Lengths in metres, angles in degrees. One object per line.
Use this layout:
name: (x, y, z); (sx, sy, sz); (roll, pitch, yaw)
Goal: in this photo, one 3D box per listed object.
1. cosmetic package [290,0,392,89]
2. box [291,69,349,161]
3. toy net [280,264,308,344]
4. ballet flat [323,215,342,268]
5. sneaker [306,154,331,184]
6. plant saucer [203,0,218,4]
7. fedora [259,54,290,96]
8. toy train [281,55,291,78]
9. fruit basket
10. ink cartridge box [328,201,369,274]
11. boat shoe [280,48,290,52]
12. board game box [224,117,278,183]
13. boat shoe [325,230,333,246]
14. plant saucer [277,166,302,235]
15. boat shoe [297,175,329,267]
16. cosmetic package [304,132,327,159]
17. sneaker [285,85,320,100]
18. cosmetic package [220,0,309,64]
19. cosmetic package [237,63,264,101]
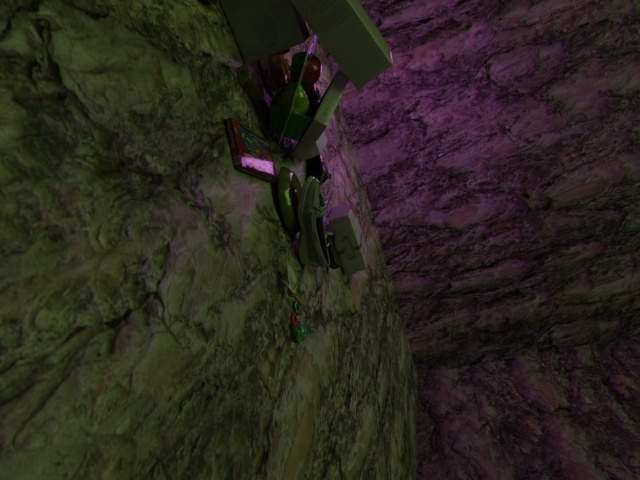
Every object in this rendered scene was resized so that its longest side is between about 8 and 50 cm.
cosmetic package: (0.077, -0.715, 1.598); (0.365, 0.155, 0.197); (44, 29, -28)
box: (-0.005, -0.457, 1.786); (0.232, 0.058, 0.322); (-66, -168, -20)
toy net: (-0.088, 0.189, 1.410); (0.122, 0.045, 0.232); (4, 70, -73)
ballet flat: (0.034, 0.009, 2.028); (0.084, 0.058, 0.250); (17, 51, -48)
sneaker: (-0.001, -0.280, 2.094); (0.130, 0.087, 0.228); (56, 18, -36)
plant saucer: (-0.351, -0.765, 1.382); (0.168, 0.029, 0.169); (-15, 90, -74)
fedora: (-0.168, -0.647, 1.844); (0.194, 0.079, 0.195); (-15, 90, -75)
toy train: (-0.147, -0.755, 2.044); (0.166, 0.046, 0.125); (53, -4, 14)
fruit basket: (-0.080, -0.550, 1.671); (0.327, 0.165, 0.353); (-79, -177, -58)
ink cartridge box: (0.135, -0.011, 2.277); (0.207, 0.117, 0.283); (-69, 142, -66)
boat shoe: (-0.193, -0.792, 1.857); (0.277, 0.098, 0.096); (-23, 99, -74)
board game box: (-0.203, -0.264, 1.449); (0.281, 0.027, 0.145); (5, 72, -75)
boat shoe: (0.000, 0.000, 1.878); (0.233, 0.083, 0.079); (-36, 133, -78)
plant saucer: (-0.094, -0.139, 1.659); (0.241, 0.037, 0.241); (-9, 90, -78)
boat shoe: (-0.016, -0.060, 1.625); (0.118, 0.103, 0.321); (-50, 144, -67)
cosmetic package: (-0.036, -0.413, 2.071); (0.239, 0.098, 0.061); (-73, 146, -65)
sneaker: (-0.073, -0.571, 1.992); (0.105, 0.146, 0.296); (55, 26, -57)
cosmetic package: (-0.183, -0.749, 1.602); (0.138, 0.223, 0.225); (-79, 151, -58)
cosmetic package: (-0.228, -0.516, 1.568); (0.115, 0.041, 0.060); (43, 35, -64)
